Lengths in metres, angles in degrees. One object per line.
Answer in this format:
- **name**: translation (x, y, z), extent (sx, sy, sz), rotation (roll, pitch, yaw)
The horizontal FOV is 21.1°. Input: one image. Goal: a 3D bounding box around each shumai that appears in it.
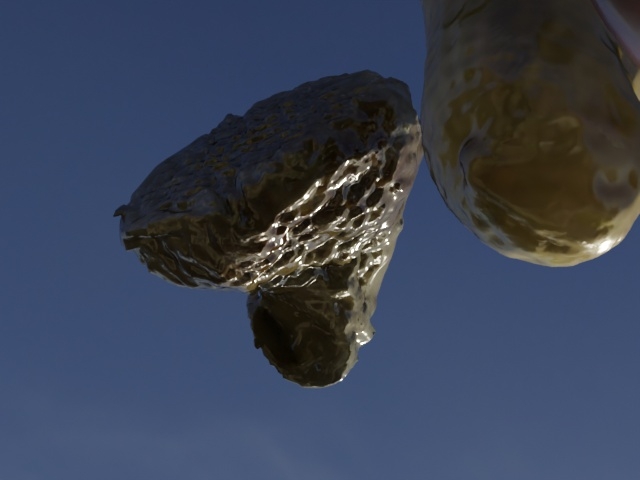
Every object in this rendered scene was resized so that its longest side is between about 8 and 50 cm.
- **shumai**: translation (0.000, 0.000, 1.659), extent (0.314, 0.267, 0.262), rotation (-26, -68, 22)

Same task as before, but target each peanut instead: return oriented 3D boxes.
- **peanut**: translation (0.130, -0.098, 0.981), extent (0.148, 0.319, 0.147), rotation (1, -55, 1)

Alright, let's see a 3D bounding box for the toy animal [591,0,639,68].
- **toy animal**: translation (0.146, -0.150, 0.564), extent (0.195, 0.169, 0.281), rotation (50, -5, 42)
